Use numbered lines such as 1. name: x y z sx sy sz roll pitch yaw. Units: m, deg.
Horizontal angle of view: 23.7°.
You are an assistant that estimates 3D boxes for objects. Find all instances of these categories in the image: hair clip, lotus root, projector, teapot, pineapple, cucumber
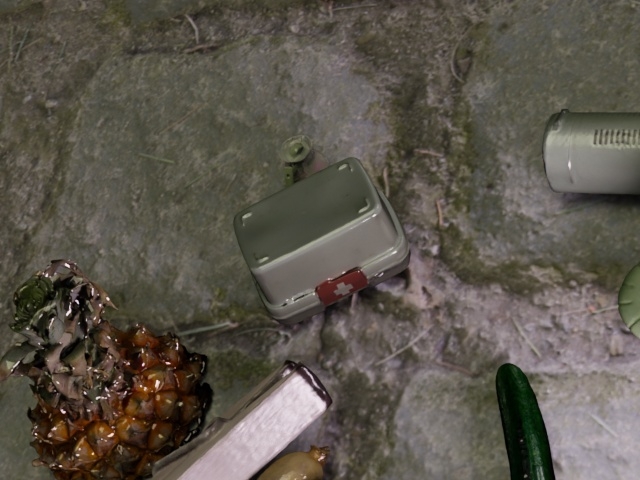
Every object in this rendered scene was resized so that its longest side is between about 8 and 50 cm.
1. hair clip: -0.133 0.271 1.836 0.331 0.085 0.101 -39 18 -7
2. lotus root: -0.042 0.292 1.802 0.150 0.073 0.062 -44 92 -15
3. projector: 0.449 -0.107 1.879 0.337 0.108 0.108 2 54 26
4. teapot: -0.028 -0.103 2.122 0.064 0.064 0.083 10 58 31
5. pineapple: -0.302 0.146 1.900 0.262 0.272 0.262 -12 50 15
6. cucumber: 0.235 0.249 1.723 0.056 0.056 0.284 -18 47 10

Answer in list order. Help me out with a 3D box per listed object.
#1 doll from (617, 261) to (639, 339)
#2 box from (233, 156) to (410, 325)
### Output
1. doll: 0.474 0.000 1.707 0.268 0.216 0.284 11 73 38
2. box: 0.000 0.000 1.980 0.210 0.129 0.148 -27 46 3
